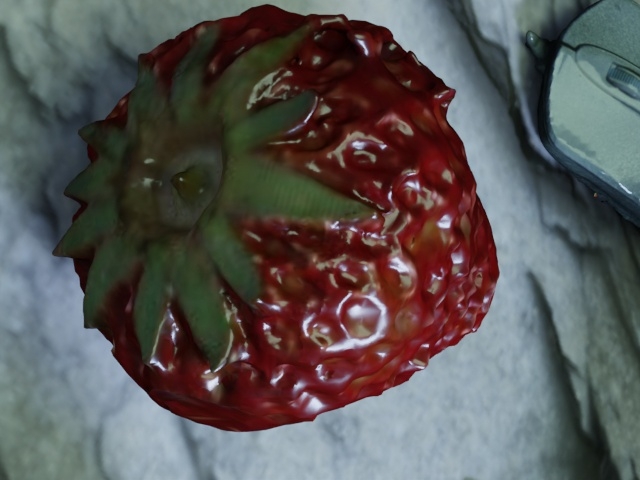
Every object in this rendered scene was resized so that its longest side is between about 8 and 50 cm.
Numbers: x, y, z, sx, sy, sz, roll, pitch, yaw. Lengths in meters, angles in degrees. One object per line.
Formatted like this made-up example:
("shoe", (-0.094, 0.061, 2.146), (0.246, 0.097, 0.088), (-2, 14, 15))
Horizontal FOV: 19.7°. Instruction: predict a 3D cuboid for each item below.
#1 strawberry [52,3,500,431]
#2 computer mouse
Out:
("strawberry", (0.000, 0.000, 0.896), (0.244, 0.205, 0.205), (20, 78, -54))
("computer mouse", (0.214, -0.065, 1.128), (0.229, 0.068, 0.113), (36, 68, -34))
